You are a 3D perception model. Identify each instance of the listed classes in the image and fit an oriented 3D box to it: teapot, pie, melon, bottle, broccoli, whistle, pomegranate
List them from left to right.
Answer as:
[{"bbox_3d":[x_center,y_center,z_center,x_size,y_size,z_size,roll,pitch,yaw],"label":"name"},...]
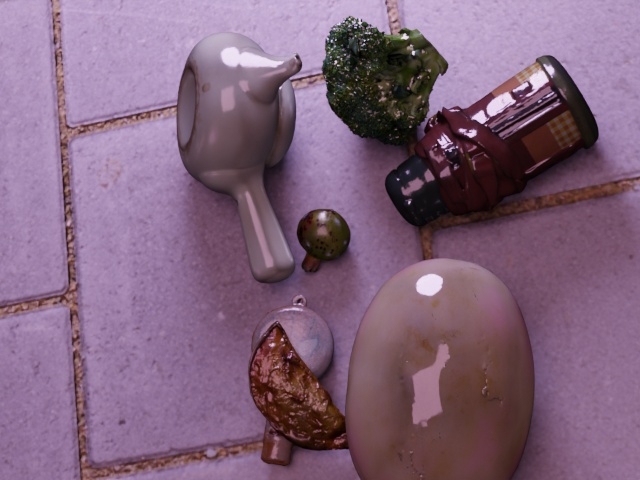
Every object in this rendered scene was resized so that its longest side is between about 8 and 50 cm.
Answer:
[{"bbox_3d":[-0.109,-0.115,2.074,0.149,0.220,0.318,2,99,-17],"label":"teapot"},{"bbox_3d":[-0.041,0.178,2.002,0.107,0.057,0.220,7,78,4],"label":"whistle"},{"bbox_3d":[-0.030,0.201,1.955,0.088,0.033,0.191,-38,87,-5],"label":"pie"},{"bbox_3d":[-0.003,-0.003,2.046,0.084,0.073,0.073,-34,64,25],"label":"pomegranate"},{"bbox_3d":[0.075,-0.216,2.026,0.156,0.195,0.195,-40,65,10],"label":"broccoli"},{"bbox_3d":[0.142,0.180,1.856,0.223,0.223,0.317,2,73,17],"label":"melon"},{"bbox_3d":[0.206,-0.121,1.984,0.271,0.143,0.156,-31,35,5],"label":"bottle"}]
